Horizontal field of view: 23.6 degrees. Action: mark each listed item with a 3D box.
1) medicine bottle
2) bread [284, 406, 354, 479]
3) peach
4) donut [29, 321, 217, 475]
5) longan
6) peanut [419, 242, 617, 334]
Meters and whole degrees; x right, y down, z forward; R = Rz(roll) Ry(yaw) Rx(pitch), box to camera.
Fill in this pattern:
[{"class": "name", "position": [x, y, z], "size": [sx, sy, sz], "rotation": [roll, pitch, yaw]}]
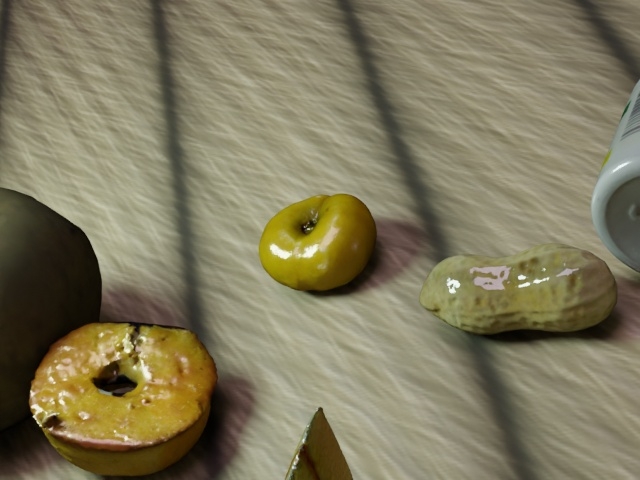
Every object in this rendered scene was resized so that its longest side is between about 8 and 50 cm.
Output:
[{"class": "medicine bottle", "position": [0.486, -0.125, 1.963], "size": [0.208, 0.208, 0.339], "rotation": [-4, 38, 31]}, {"class": "bread", "position": [-0.044, 0.324, 1.636], "size": [0.163, 0.264, 0.167], "rotation": [-9, 30, 22]}, {"class": "peach", "position": [0.000, 0.000, 2.218], "size": [0.179, 0.103, 0.179], "rotation": [-17, 30, 10]}, {"class": "donut", "position": [-0.262, 0.207, 2.048], "size": [0.253, 0.118, 0.253], "rotation": [-6, 41, 5]}, {"class": "longan", "position": [-0.497, 0.101, 2.210], "size": [0.404, 0.336, 0.404], "rotation": [-57, -1, -1]}, {"class": "peanut", "position": [0.251, 0.057, 1.954], "size": [0.274, 0.111, 0.125], "rotation": [-2, 35, 32]}]
